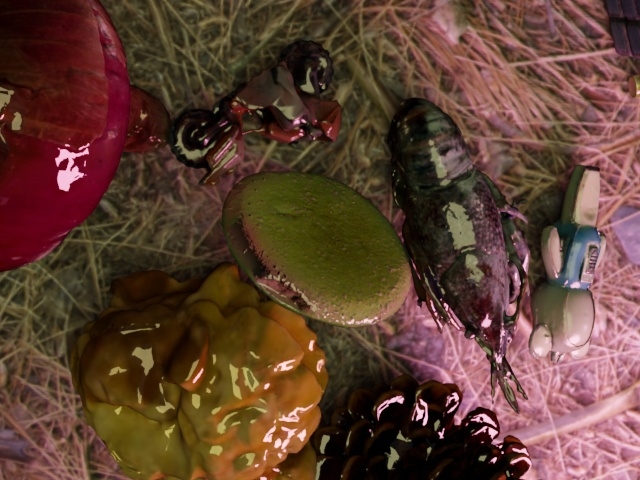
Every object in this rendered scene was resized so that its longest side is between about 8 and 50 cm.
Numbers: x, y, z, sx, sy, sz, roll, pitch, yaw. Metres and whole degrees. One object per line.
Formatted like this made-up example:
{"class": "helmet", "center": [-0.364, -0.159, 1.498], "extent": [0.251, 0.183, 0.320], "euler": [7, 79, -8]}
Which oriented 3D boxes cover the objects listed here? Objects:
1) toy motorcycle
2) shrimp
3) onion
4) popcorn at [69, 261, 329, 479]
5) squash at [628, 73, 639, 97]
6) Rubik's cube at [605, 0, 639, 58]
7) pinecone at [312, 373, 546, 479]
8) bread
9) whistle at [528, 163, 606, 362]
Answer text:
{"class": "toy motorcycle", "center": [-0.060, -0.129, 1.533], "extent": [0.212, 0.084, 0.118], "euler": [-34, 101, -17]}
{"class": "shrimp", "center": [0.182, 0.008, 1.577], "extent": [0.172, 0.137, 0.372], "euler": [-22, 103, -9]}
{"class": "onion", "center": [-0.306, -0.132, 1.412], "extent": [0.385, 0.348, 0.347], "euler": [1, 103, -48]}
{"class": "popcorn", "center": [-0.110, 0.169, 1.491], "extent": [0.265, 0.225, 0.332], "euler": [-30, 90, 28]}
{"class": "squash", "center": [0.406, -0.187, 1.633], "extent": [0.083, 0.027, 0.027], "euler": [-10, 102, -9]}
{"class": "Rubik's cube", "center": [0.446, -0.333, 1.505], "extent": [0.238, 0.237, 0.237], "euler": [-18, 102, -7]}
{"class": "pinecone", "center": [0.129, 0.278, 1.539], "extent": [0.246, 0.292, 0.246], "euler": [-9, 105, -36]}
{"class": "bread", "center": [0.000, 0.000, 1.508], "extent": [0.229, 0.228, 0.033], "euler": [21, 130, -12]}
{"class": "whistle", "center": [0.291, 0.028, 1.633], "extent": [0.114, 0.077, 0.235], "euler": [4, 95, -40]}
